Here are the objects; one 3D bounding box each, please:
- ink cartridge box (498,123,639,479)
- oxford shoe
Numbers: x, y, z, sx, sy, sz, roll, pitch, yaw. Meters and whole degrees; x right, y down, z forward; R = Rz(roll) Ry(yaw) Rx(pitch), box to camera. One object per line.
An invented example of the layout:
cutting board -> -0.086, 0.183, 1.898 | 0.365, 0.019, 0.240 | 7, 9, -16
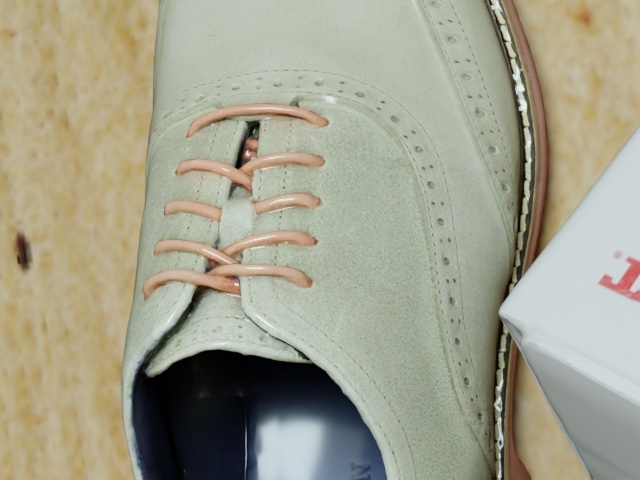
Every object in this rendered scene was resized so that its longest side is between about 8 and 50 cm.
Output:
ink cartridge box -> 0.214, -0.015, 0.554 | 0.198, 0.115, 0.273 | 28, 72, 35
oxford shoe -> 0.000, 0.000, 0.674 | 0.140, 0.146, 0.397 | -12, 79, 20
